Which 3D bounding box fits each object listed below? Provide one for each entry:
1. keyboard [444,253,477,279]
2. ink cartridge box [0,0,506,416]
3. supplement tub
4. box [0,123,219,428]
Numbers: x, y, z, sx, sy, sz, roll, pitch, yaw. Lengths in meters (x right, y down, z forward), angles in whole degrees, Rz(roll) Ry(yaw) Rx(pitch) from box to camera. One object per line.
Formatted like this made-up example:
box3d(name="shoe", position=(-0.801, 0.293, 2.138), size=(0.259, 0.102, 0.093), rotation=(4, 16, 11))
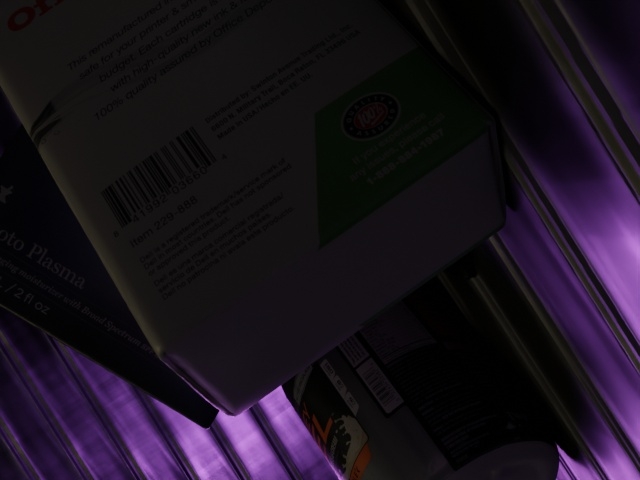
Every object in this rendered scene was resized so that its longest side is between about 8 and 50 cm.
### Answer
box3d(name="keyboard", position=(0.065, -0.048, 0.739), size=(0.100, 0.038, 0.192), rotation=(22, 154, 35))
box3d(name="ink cartridge box", position=(-0.056, -0.076, 0.601), size=(0.289, 0.211, 0.121), rotation=(54, 177, 30))
box3d(name="supplement tub", position=(0.080, 0.164, 1.005), size=(0.316, 0.193, 0.194), rotation=(51, 174, 44))
box3d(name="box", position=(-0.159, -0.025, 0.960), size=(0.296, 0.294, 0.183), rotation=(31, 175, -5))
